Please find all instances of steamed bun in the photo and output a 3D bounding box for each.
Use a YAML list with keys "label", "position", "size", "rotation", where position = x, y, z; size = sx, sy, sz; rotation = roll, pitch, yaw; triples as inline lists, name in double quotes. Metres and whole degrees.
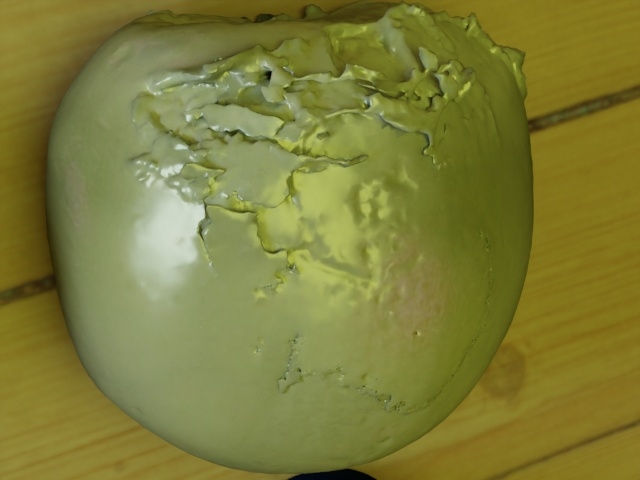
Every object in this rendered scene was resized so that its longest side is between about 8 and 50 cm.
- label: "steamed bun"
  position: [0.000, 0.000, 1.281]
  size: [0.334, 0.233, 0.312]
  rotation: [-13, 103, -19]

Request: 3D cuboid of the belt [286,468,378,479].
- label: "belt"
  position: [-0.007, 0.339, 1.402]
  size: [0.212, 0.117, 0.347]
  rotation: [13, 94, -26]
